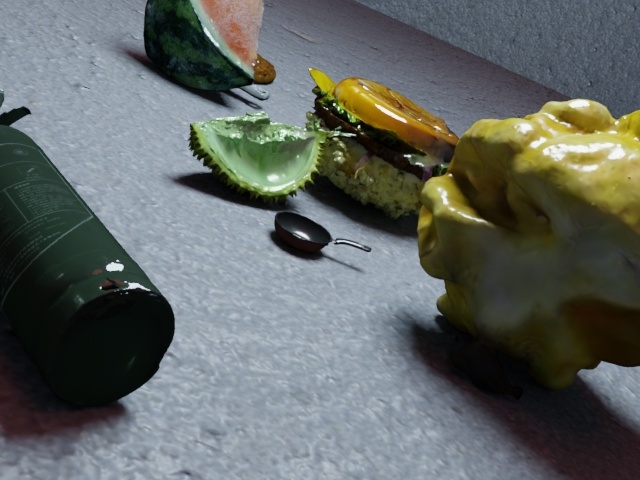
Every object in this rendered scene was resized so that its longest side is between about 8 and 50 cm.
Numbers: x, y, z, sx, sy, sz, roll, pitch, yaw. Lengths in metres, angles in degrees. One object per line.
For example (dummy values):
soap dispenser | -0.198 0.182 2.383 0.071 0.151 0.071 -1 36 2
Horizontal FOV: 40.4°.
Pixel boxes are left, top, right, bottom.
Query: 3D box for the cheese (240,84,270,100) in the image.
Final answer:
cheese | -0.161 -0.268 1.386 0.171 0.048 0.092 38 26 28

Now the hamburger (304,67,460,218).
hamburger | 0.085 -0.125 1.191 0.261 0.139 0.243 13 24 -40

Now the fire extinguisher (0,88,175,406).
fire extinguisher | -0.220 -0.015 0.661 0.311 0.114 0.095 40 -2 37

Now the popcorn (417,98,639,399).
popcorn | 0.255 0.004 0.872 0.315 0.297 0.281 -2 31 19

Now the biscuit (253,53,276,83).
biscuit | -0.165 -0.331 1.556 0.187 0.027 0.188 22 22 -9

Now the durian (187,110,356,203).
durian | -0.061 -0.100 1.033 0.215 0.100 0.086 -2 36 -32

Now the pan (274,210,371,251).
pan | 0.000 0.001 0.971 0.115 0.023 0.068 19 21 -6

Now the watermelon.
watermelon | -0.154 -0.330 1.309 0.207 0.202 0.136 39 -15 11
